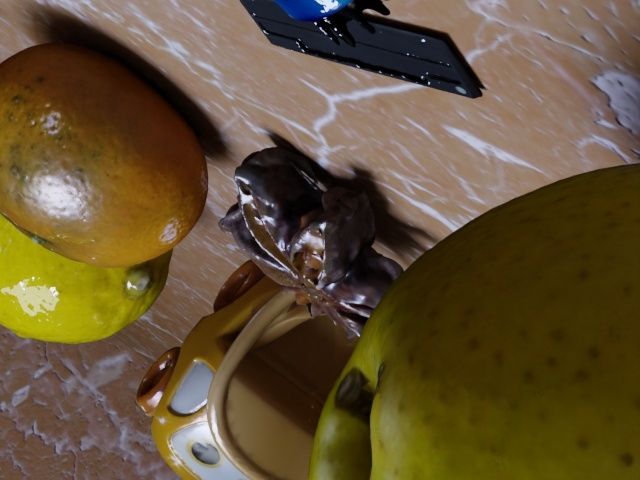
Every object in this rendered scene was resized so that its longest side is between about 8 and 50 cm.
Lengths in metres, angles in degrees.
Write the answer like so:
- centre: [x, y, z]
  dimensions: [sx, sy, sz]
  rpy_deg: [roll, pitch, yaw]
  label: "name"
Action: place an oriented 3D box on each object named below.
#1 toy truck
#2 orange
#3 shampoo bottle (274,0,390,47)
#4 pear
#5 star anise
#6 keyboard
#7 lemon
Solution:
- centre: [-0.041, 0.150, 1.698]
  dimensions: [0.204, 0.288, 0.211]
  rpy_deg: [39, 177, -17]
  label: "toy truck"
- centre: [-0.220, -0.073, 1.502]
  dimensions: [0.240, 0.171, 0.240]
  rpy_deg: [32, 165, 10]
  label: "orange"
- centre: [-0.033, -0.184, 0.956]
  dimensions: [0.183, 0.050, 0.087]
  rpy_deg: [41, 162, -25]
  label: "shampoo bottle"
- centre: [0.206, 0.135, 0.897]
  dimensions: [0.418, 0.362, 0.362]
  rpy_deg: [8, 169, -10]
  label: "pear"
- centre: [-0.003, -0.001, 1.442]
  dimensions: [0.220, 0.099, 0.214]
  rpy_deg: [23, 149, 53]
  label: "star anise"
- centre: [0.021, -0.134, 1.091]
  dimensions: [0.198, 0.010, 0.063]
  rpy_deg: [21, 160, 41]
  label: "keyboard"
- centre: [-0.288, -0.007, 1.769]
  dimensions: [0.288, 0.233, 0.233]
  rpy_deg: [33, 169, 36]
  label: "lemon"
